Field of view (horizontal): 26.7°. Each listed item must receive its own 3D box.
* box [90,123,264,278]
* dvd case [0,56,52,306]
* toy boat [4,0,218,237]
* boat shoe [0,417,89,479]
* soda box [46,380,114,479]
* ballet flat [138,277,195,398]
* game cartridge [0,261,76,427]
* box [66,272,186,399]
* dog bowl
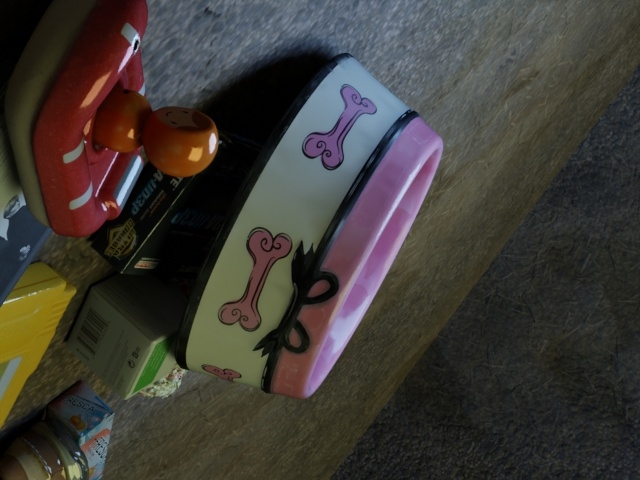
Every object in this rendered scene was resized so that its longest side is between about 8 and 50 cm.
[{"bbox_3d":[-0.138,-0.041,1.476,0.175,0.051,0.220,-52,165,7],"label":"box"},{"bbox_3d":[-0.280,-0.022,1.113,0.179,0.029,0.239,-58,167,-19],"label":"dvd case"},{"bbox_3d":[-0.153,-0.095,1.064,0.231,0.151,0.151,94,14,-58],"label":"toy boat"},{"bbox_3d":[-0.380,0.351,1.670,0.120,0.122,0.324,-27,146,-41],"label":"boat shoe"},{"bbox_3d":[-0.308,0.255,1.702,0.058,0.063,0.183,-37,161,-33],"label":"soda box"},{"bbox_3d":[-0.187,0.113,1.670,0.077,0.091,0.241,-5,135,-35],"label":"ballet flat"},{"bbox_3d":[-0.393,0.173,1.308,0.324,0.052,0.285,-56,163,26],"label":"game cartridge"},{"bbox_3d":[-0.212,0.102,1.525,0.087,0.102,0.101,-31,156,-52],"label":"box"},{"bbox_3d":[0.000,0.000,1.544,0.408,0.150,0.408,-60,173,-13],"label":"dog bowl"}]
